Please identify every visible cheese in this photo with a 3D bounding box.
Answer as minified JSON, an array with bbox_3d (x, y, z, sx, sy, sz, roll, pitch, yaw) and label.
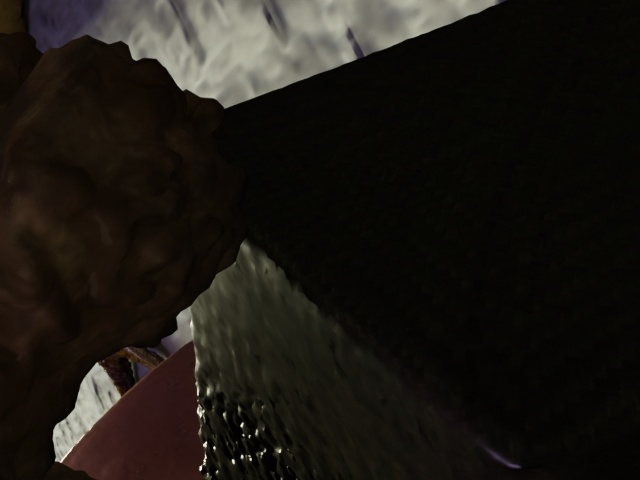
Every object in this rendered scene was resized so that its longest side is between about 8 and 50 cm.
[{"bbox_3d":[-0.121,0.195,1.160,0.128,0.177,0.203,45,148,32],"label":"cheese"}]

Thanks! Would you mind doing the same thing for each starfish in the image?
[{"bbox_3d":[-0.202,0.075,1.339,0.238,0.057,0.213,36,150,44],"label":"starfish"}]

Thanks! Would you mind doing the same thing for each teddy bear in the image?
[{"bbox_3d":[-0.061,0.111,0.430,0.246,0.222,0.296,23,88,62],"label":"teddy bear"}]

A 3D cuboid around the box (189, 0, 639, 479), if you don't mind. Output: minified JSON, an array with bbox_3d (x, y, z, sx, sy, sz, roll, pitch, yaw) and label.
[{"bbox_3d":[0.111,0.016,0.480,0.184,0.273,0.143,39,144,41],"label":"box"}]

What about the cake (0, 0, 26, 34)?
[{"bbox_3d":[-0.404,-0.247,1.235,0.286,0.222,0.227,50,148,25],"label":"cake"}]
